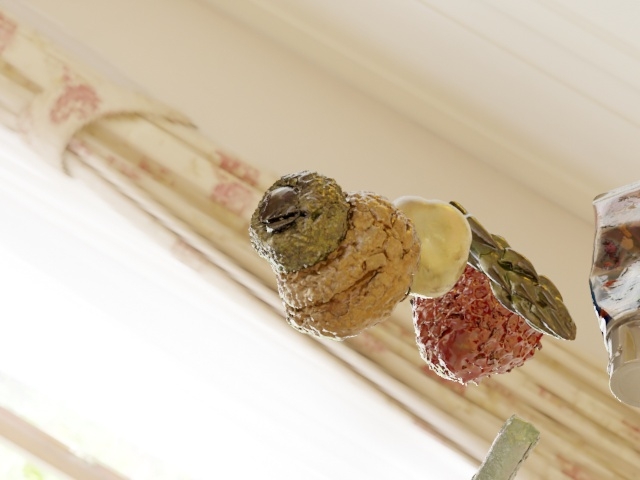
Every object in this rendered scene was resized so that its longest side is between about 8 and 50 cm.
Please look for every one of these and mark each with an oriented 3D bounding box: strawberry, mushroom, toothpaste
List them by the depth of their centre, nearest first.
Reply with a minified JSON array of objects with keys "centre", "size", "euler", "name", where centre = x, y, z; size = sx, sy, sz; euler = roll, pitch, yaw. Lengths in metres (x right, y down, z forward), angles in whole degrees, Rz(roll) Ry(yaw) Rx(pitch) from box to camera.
[{"centre":[0.272,0.025,1.002],"size":[0.096,0.061,0.266],"euler":[-20,-148,28],"name":"toothpaste"},{"centre":[0.120,0.008,1.492],"size":[0.148,0.148,0.112],"euler":[-59,161,-17],"name":"mushroom"},{"centre":[0.225,0.126,1.844],"size":[0.234,0.234,0.178],"euler":[-60,168,23],"name":"strawberry"}]

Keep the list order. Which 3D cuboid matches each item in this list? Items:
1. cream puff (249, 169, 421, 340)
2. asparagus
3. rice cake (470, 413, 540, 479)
[{"centre":[0.000,0.000,1.316],"size":[0.183,0.169,0.183],"euler":[-28,-145,22],"name":"cream puff"},{"centre":[0.269,0.050,1.687],"size":[0.080,0.287,0.080],"euler":[-24,138,-24],"name":"asparagus"},{"centre":[0.143,0.232,1.061],"size":[0.033,0.033,0.207],"euler":[-35,154,-46],"name":"rice cake"}]
